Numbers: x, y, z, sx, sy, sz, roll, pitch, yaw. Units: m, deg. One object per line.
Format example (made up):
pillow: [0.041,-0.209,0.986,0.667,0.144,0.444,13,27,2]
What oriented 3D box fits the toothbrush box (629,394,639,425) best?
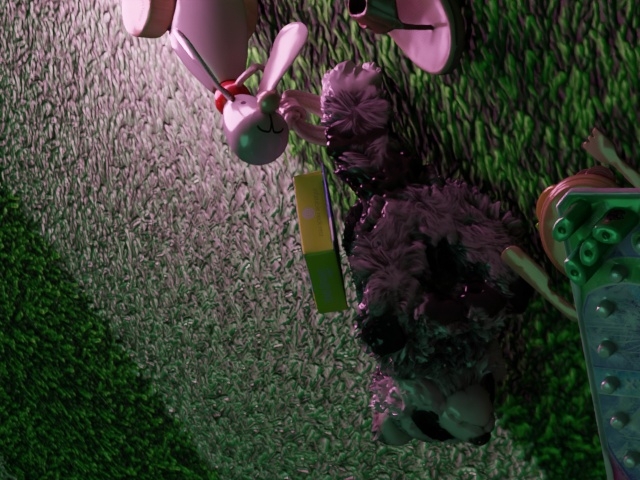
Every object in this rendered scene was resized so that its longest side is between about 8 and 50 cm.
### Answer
toothbrush box: [0.448,0.229,1.623,0.216,0.126,0.295,-10,109,27]

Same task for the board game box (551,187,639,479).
board game box: [0.407,0.142,1.466,0.390,0.050,0.390,1,117,33]

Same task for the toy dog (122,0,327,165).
toy dog: [-0.107,-0.253,2.069,0.333,0.220,0.161,42,131,25]

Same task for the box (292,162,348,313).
box: [0.000,0.000,1.990,0.178,0.042,0.109,78,-177,-61]

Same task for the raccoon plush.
raccoon plush: [0.120,0.034,2.051,0.299,0.216,0.446,95,169,-58]

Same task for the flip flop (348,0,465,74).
flip flop: [0.061,-0.286,1.930,0.277,0.080,0.112,50,144,20]

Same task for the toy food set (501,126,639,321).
toy food set: [0.292,-0.016,1.832,0.132,0.038,0.192,45,123,18]
